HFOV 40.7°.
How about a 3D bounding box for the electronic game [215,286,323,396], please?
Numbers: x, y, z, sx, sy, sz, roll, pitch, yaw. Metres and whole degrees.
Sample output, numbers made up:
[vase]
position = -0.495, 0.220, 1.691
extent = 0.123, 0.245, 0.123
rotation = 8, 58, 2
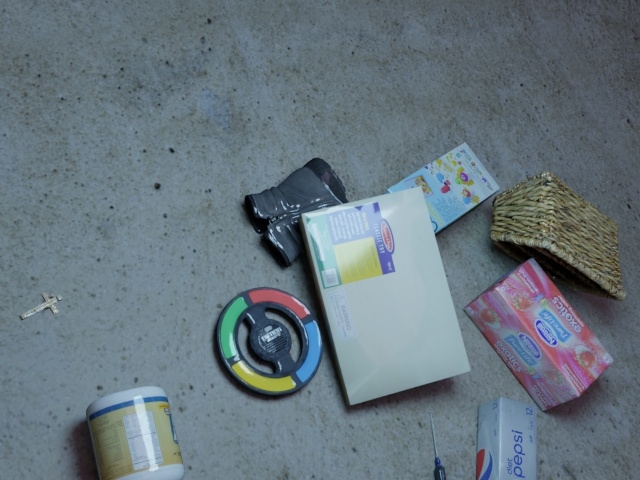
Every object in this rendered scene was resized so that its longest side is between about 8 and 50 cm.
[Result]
[electronic game]
position = -0.101, 0.202, 1.745
extent = 0.229, 0.048, 0.229
rotation = 10, 62, -20

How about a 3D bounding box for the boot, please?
[boot]
position = 0.000, 0.000, 1.872
extent = 0.222, 0.118, 0.338
rotation = -35, 77, -27

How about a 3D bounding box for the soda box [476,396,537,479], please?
[soda box]
position = 0.390, 0.482, 1.812
extent = 0.098, 0.091, 0.286
rotation = 17, 60, -18

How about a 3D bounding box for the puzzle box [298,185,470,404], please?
[puzzle box]
position = 0.133, 0.110, 1.800
extent = 0.272, 0.052, 0.409
rotation = -13, 85, -11

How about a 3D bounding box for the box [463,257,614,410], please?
[box]
position = 0.493, 0.214, 1.961
extent = 0.154, 0.142, 0.300
rotation = -32, 82, -33

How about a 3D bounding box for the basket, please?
[basket]
position = 0.540, 0.023, 2.023
extent = 0.299, 0.213, 0.223
rotation = 30, 50, -29

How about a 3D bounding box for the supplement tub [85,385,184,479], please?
[supplement tub]
position = -0.319, 0.369, 1.503
extent = 0.144, 0.144, 0.200
rotation = -8, 70, -28

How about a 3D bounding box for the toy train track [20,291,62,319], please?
[toy train track]
position = -0.520, 0.123, 1.608
extent = 0.083, 0.014, 0.048
rotation = -31, 81, -33

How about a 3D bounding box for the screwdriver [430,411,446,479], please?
[screwdriver]
position = 0.240, 0.443, 1.808
extent = 0.025, 0.024, 0.170
rotation = -12, 62, 1

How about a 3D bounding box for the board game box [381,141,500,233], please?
[board game box]
position = 0.255, -0.089, 1.998
extent = 0.275, 0.142, 0.144
rotation = -31, 83, -33
